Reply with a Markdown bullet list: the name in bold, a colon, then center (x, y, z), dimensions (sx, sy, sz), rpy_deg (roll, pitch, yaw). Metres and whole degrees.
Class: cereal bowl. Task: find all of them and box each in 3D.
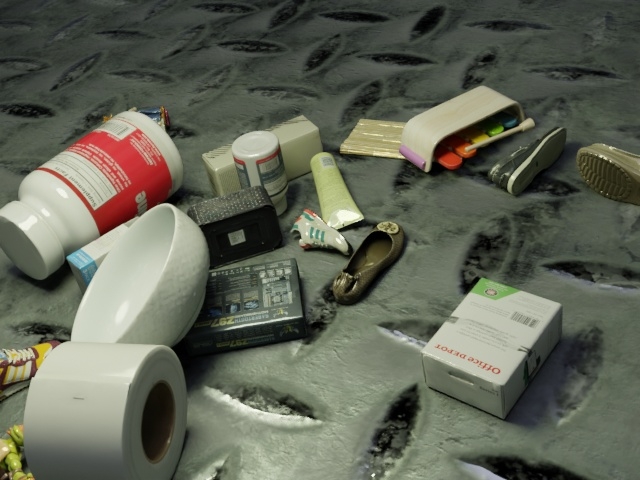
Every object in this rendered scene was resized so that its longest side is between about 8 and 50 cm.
- **cereal bowl**: center (-0.320, 0.106, 1.625), dimensions (0.339, 0.141, 0.339), rpy_deg (-38, 33, 31)

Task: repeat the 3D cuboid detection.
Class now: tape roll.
- **tape roll**: center (-0.338, 0.288, 1.382), dimensions (0.169, 0.246, 0.246), rpy_deg (1, 40, 14)

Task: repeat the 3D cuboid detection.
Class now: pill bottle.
- **pill bottle**: center (-0.520, -0.100, 1.926), dimensions (0.229, 0.229, 0.408), rpy_deg (19, 47, 33)
- **pill bottle**: center (-0.130, -0.145, 1.925), dimensions (0.108, 0.180, 0.108), rpy_deg (-7, 38, 5)

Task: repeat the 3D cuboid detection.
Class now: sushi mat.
- **sushi mat**: center (0.219, -0.246, 2.100), dimensions (0.316, 0.019, 0.151), rpy_deg (8, 41, 23)

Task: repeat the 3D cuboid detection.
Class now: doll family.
- **doll family**: center (-0.488, -0.300, 2.257), dimensions (0.163, 0.118, 0.263), rpy_deg (-13, 38, -2)

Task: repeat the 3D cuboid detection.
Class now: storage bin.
- **storage bin**: center (-0.183, -0.029, 1.839), dimensions (0.180, 0.122, 0.084), rpy_deg (-18, 39, -9)

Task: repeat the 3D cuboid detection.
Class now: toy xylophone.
- **toy xylophone**: center (0.348, -0.259, 2.003), dimensions (0.323, 0.081, 0.236), rpy_deg (-21, 40, -13)

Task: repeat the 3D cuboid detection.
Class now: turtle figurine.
- **turtle figurine**: center (-0.574, 0.377, 1.454), dimensions (0.269, 0.087, 0.217), rpy_deg (34, 63, 32)

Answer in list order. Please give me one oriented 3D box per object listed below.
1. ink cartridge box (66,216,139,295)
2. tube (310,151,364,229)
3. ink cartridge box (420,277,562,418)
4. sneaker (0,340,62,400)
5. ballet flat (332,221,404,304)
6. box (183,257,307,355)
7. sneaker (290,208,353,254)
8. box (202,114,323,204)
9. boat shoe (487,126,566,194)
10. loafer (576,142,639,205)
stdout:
- **ink cartridge box**: center (-0.435, 0.040, 1.828), dimensions (0.181, 0.104, 0.061), rpy_deg (-35, 44, -27)
- **tube**: center (0.027, -0.107, 1.947), dimensions (0.062, 0.070, 0.240), rpy_deg (16, 34, -27)
- **ink cartridge box**: center (0.297, 0.181, 1.482), dimensions (0.160, 0.092, 0.219), rpy_deg (20, 48, 34)
- **sneaker**: center (-0.581, 0.236, 1.634), dimensions (0.185, 0.084, 0.069), rpy_deg (-34, 44, -27)
- **ballet flat**: center (0.099, 0.032, 1.746), dimensions (0.084, 0.058, 0.250), rpy_deg (16, 45, 29)
- **box**: center (-0.150, 0.128, 1.685), dimensions (0.233, 0.059, 0.183), rpy_deg (-11, 37, 0)
- **sneaker**: center (0.000, 0.000, 1.827), dimensions (0.075, 0.057, 0.161), rpy_deg (-48, 54, -4)
- **box**: center (-0.133, -0.192, 2.044), dimensions (0.275, 0.113, 0.094), rpy_deg (-23, 38, -17)
- **boat shoe**: center (0.469, -0.192, 1.919), dimensions (0.233, 0.084, 0.079), rpy_deg (-38, 46, -26)
- **loafer**: center (0.665, -0.132, 1.791), dimensions (0.268, 0.102, 0.092), rpy_deg (32, 53, 29)
